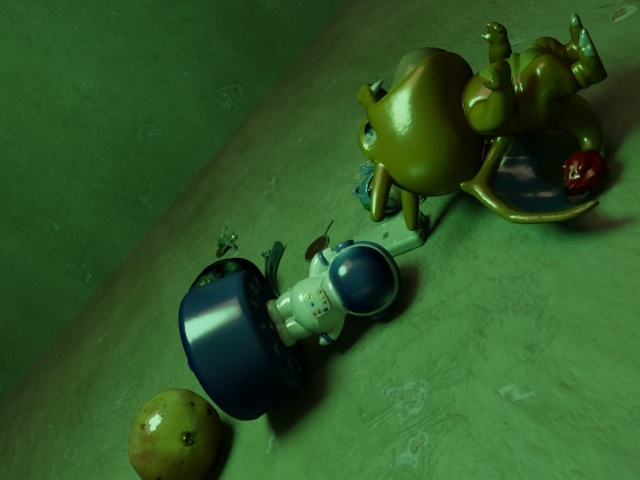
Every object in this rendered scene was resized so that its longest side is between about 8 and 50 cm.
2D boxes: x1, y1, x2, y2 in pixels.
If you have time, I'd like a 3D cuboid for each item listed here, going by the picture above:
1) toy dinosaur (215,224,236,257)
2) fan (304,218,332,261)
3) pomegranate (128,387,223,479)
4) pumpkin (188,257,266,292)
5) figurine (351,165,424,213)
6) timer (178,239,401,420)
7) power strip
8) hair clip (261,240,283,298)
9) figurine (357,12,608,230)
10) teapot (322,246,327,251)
[{"bbox_3d":[-0.337,0.017,1.733,0.106,0.044,0.187,-54,36,18],"label":"toy dinosaur"},{"bbox_3d":[0.000,0.000,1.269,0.085,0.005,0.133,-6,50,55],"label":"fan"},{"bbox_3d":[-0.290,0.392,0.986,0.191,0.191,0.191,-36,29,23],"label":"pomegranate"},{"bbox_3d":[-0.237,0.149,1.253,0.233,0.163,0.233,-37,32,27],"label":"pumpkin"},{"bbox_3d":[0.166,-0.134,1.094,0.178,0.114,0.144,-48,26,-19],"label":"figurine"},{"bbox_3d":[-0.033,0.127,0.919,0.383,0.270,0.270,-30,29,7],"label":"timer"},{"bbox_3d":[0.136,-0.001,1.028,0.192,0.035,0.082,-26,34,38],"label":"power strip"},{"bbox_3d":[-0.123,0.092,1.309,0.070,0.039,0.230,-39,32,19],"label":"hair clip"},{"bbox_3d":[0.255,-0.183,0.815,0.386,0.268,0.401,-19,42,31],"label":"figurine"},{"bbox_3d":[0.033,0.053,1.062,0.066,0.088,0.057,-37,39,-11],"label":"teapot"}]
